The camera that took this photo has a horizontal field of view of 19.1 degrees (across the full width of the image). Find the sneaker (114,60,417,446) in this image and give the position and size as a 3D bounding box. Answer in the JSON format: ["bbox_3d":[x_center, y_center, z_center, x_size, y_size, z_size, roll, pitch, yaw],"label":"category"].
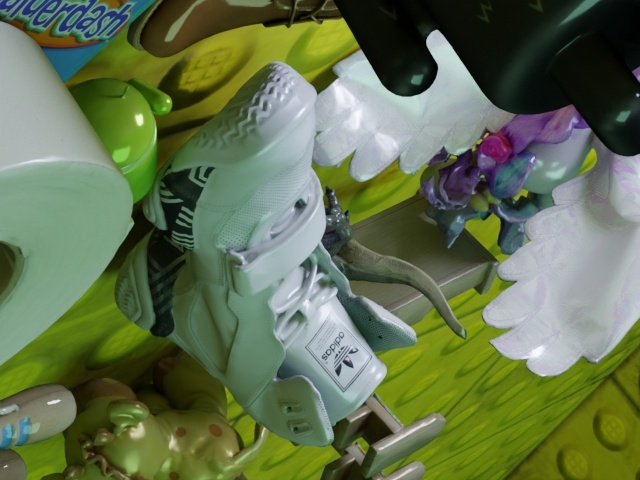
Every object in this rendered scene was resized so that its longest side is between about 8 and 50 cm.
[{"bbox_3d":[-0.022,0.020,1.382,0.137,0.210,0.366,-48,176,-28],"label":"sneaker"}]

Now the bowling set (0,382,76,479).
[{"bbox_3d":[-0.263,0.148,1.349,0.154,0.200,0.287,-18,151,-44],"label":"bowling set"}]

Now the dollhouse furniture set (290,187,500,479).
[{"bbox_3d":[0.044,0.093,1.762,0.161,0.212,0.242,-25,149,-34],"label":"dollhouse furniture set"}]

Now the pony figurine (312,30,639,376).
[{"bbox_3d":[0.187,-0.087,1.550,0.351,0.303,0.363,-42,179,-10],"label":"pony figurine"}]

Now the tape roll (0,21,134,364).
[{"bbox_3d":[-0.242,0.007,1.004,0.286,0.100,0.286,-31,163,-11],"label":"tape roll"}]

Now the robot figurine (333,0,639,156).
[{"bbox_3d":[0.124,-0.184,1.074,0.209,0.278,0.173,-23,161,-28],"label":"robot figurine"}]

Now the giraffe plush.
[{"bbox_3d":[-0.165,0.187,1.711,0.170,0.210,0.181,16,96,-40],"label":"giraffe plush"}]

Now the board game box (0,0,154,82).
[{"bbox_3d":[-0.198,-0.107,1.041,0.210,0.047,0.160,-41,162,12],"label":"board game box"}]

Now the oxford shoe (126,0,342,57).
[{"bbox_3d":[-0.022,-0.163,1.196,0.212,0.076,0.076,-30,163,-17],"label":"oxford shoe"}]

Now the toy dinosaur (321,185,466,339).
[{"bbox_3d":[0.000,0.000,1.521,0.064,0.268,0.118,-48,133,-30],"label":"toy dinosaur"}]

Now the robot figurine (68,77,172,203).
[{"bbox_3d":[-0.140,-0.062,1.238,0.101,0.067,0.115,-38,164,-17],"label":"robot figurine"}]
